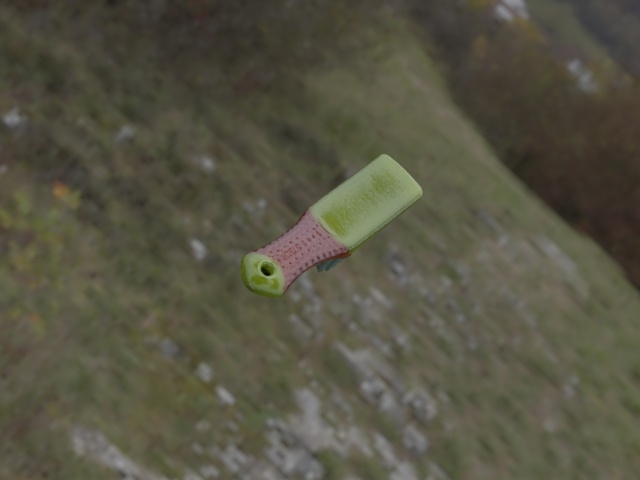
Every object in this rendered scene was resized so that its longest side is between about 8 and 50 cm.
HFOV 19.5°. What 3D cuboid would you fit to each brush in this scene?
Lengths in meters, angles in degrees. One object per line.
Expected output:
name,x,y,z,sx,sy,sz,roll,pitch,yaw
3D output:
brush,0.000,0.000,0.533,0.019,0.021,0.083,46,39,6
